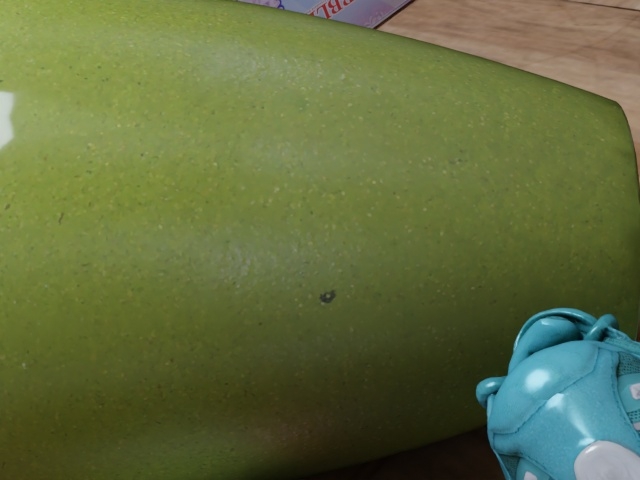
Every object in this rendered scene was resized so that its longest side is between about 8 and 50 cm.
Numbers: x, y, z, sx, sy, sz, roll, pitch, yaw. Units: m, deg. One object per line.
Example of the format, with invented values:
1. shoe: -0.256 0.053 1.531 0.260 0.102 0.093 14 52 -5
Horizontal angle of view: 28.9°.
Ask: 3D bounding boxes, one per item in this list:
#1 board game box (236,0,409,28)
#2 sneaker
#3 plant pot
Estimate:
1. board game box: -0.016 -0.309 0.961 0.319 0.318 0.066 -38 36 -19
2. sneaker: 0.117 0.069 0.462 0.107 0.110 0.275 -42 -10 7
3. plant pot: 0.000 0.000 0.619 0.294 0.274 0.274 -2 37 4
